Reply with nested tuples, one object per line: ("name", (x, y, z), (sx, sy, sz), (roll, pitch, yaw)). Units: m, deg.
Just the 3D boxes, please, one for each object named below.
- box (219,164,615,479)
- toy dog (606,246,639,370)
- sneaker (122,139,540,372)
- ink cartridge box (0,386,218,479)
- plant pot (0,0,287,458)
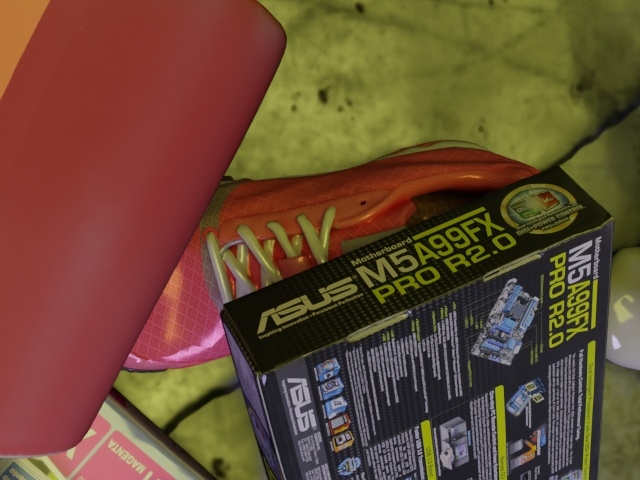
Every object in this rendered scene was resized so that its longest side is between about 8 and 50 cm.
("box", (0.071, 0.109, 0.645), (0.216, 0.060, 0.270), (-23, 133, -13))
("toy dog", (0.410, 0.016, 0.622), (0.395, 0.408, 0.285), (28, 86, -14))
("sneaker", (0.000, -0.001, 0.654), (0.313, 0.136, 0.116), (-18, 96, -13))
("ink cartridge box", (-0.197, 0.245, 0.653), (0.186, 0.065, 0.311), (44, 83, -12))
("plant pot", (-0.178, -0.036, 0.540), (0.275, 0.275, 0.243), (18, 90, -15))
